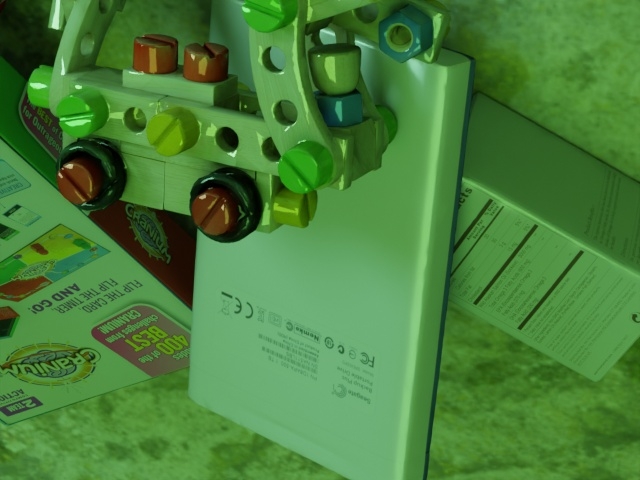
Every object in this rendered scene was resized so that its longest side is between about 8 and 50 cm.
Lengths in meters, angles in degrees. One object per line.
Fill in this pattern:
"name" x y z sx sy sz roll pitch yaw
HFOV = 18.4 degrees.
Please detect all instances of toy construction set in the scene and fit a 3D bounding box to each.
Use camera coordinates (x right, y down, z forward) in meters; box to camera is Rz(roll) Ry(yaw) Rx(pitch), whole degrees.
"toy construction set" -0.076 -0.120 1.277 0.328 0.151 0.215 20 117 36

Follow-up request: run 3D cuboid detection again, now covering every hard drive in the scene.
"hard drive" 0.000 0.000 1.384 0.210 0.040 0.318 22 118 35

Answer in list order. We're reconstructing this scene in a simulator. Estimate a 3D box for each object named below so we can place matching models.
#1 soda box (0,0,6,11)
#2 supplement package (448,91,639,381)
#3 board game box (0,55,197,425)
"soda box" -0.244 -0.216 1.371 0.092 0.083 0.263 31 129 -7
"supplement package" 0.153 -0.002 1.398 0.179 0.105 0.105 30 129 -6
"board game box" -0.244 0.010 1.495 0.242 0.064 0.316 -19 136 27
